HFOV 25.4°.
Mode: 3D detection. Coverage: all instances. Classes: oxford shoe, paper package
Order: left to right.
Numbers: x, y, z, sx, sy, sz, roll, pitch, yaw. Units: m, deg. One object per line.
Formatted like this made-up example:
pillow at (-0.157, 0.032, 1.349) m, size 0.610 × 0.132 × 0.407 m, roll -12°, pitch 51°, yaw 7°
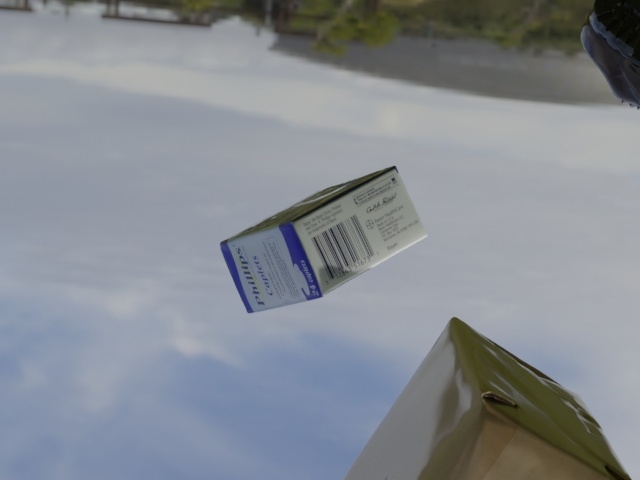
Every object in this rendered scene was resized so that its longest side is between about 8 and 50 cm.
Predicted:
paper package at (0.114, 0.272, 1.329) m, size 0.168 × 0.325 × 0.309 m, roll 32°, pitch -171°, yaw -6°
oxford shoe at (0.372, -0.169, 1.536) m, size 0.082 × 0.227 × 0.096 m, roll -35°, pitch 169°, yaw -23°

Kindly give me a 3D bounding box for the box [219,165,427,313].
box at (0.000, 0.000, 1.250) m, size 0.126 × 0.072 × 0.137 m, roll -28°, pitch -174°, yaw -32°
